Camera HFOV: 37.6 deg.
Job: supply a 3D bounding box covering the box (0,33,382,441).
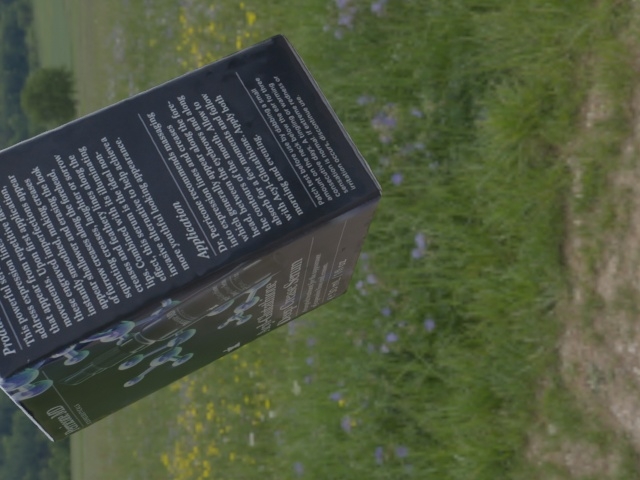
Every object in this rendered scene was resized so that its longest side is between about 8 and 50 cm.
[{"bbox_3d":[-0.168,0.008,0.999,0.212,0.395,0.293,60,165,17],"label":"box"}]
